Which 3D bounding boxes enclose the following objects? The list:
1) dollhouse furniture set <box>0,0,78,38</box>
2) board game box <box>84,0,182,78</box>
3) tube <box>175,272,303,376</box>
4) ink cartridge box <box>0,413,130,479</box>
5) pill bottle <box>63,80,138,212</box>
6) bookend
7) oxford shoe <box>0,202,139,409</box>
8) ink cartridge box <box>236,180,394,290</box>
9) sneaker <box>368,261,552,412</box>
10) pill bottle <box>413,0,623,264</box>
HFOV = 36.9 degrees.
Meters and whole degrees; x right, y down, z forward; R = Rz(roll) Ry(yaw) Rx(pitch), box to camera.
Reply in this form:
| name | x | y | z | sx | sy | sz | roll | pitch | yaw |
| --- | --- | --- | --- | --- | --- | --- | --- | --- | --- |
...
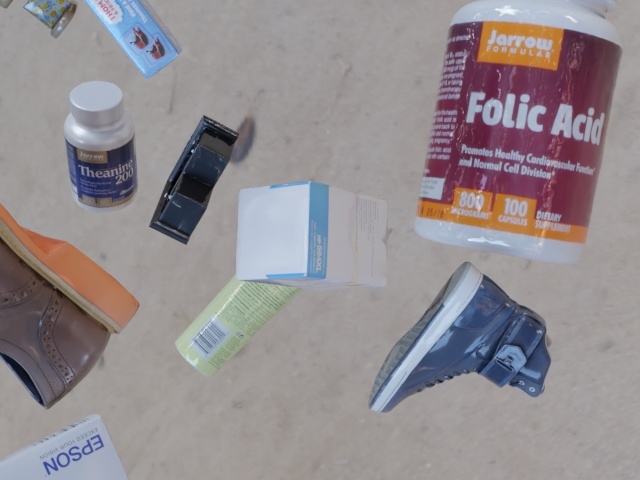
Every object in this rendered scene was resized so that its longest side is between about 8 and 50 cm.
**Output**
| name | x | y | z | sx | sy | sz | roll | pitch | yaw |
| --- | --- | --- | --- | --- | --- | --- | --- | --- | --- |
| dollhouse furniture set | -0.409 | -0.317 | 1.170 | 0.242 | 0.212 | 0.161 | -47 | 23 | 11 |
| board game box | -0.194 | -0.233 | 0.800 | 0.039 | 0.160 | 0.211 | -38 | 104 | 2 |
| tube | -0.064 | 0.053 | 1.102 | 0.240 | 0.070 | 0.062 | -47 | 62 | 5 |
| ink cartridge box | -0.412 | 0.476 | 1.421 | 0.071 | 0.324 | 0.330 | -21 | 93 | 59 |
| pill bottle | -0.213 | -0.091 | 0.931 | 0.067 | 0.067 | 0.120 | 37 | 141 | 29 |
| bookend | -0.214 | -0.103 | 1.630 | 0.072 | 0.157 | 0.156 | 27 | 122 | -13 |
| oxford shoe | -0.307 | 0.007 | 0.734 | 0.130 | 0.364 | 0.132 | 8 | 63 | 55 |
| ink cartridge box | 0.000 | 0.000 | 0.937 | 0.092 | 0.143 | 0.089 | -5 | 80 | 40 |
| sneaker | 0.171 | 0.155 | 1.127 | 0.163 | 0.086 | 0.226 | 34 | 117 | -6 |
| pill bottle | 0.260 | -0.178 | 1.230 | 0.224 | 0.224 | 0.392 | 12 | 94 | 34 |
